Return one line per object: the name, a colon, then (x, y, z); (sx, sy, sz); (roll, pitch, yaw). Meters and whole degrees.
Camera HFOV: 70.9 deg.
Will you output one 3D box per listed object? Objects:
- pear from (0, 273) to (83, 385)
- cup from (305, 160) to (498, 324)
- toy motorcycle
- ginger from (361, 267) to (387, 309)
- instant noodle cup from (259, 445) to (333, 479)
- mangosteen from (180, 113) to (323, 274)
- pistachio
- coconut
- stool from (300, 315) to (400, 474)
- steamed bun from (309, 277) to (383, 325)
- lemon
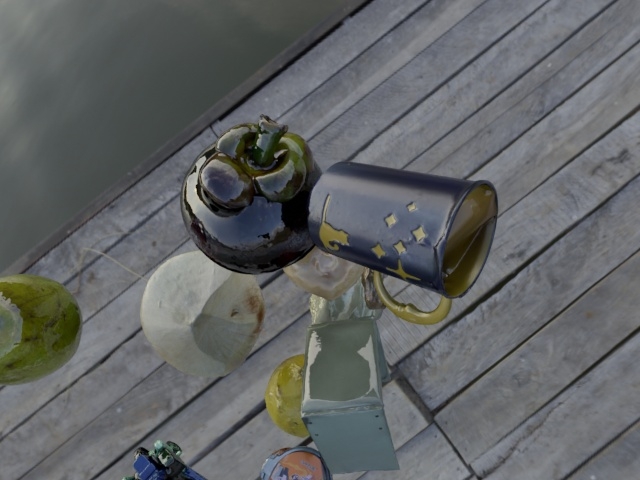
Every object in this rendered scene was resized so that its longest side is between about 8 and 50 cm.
pear: (-0.666, 0.193, 0.985); (0.253, 0.307, 0.252); (3, 74, -12)
cup: (0.110, 0.011, 0.713); (0.257, 0.179, 0.254); (17, 100, 38)
toy motorcycle: (-0.352, 0.626, 1.145); (0.196, 0.331, 0.125); (24, 64, 39)
ginger: (0.117, 0.057, 1.259); (0.122, 0.084, 0.289); (-27, 65, 7)
instant noodle cup: (-0.072, 0.600, 1.132); (0.178, 0.126, 0.208); (-38, 95, -23)
mangosteen: (-0.131, -0.074, 0.867); (0.298, 0.313, 0.296); (1, 93, 10)
pistachio: (0.000, 0.000, 1.091); (0.230, 0.229, 0.308); (-24, 45, 7)
coconut: (-0.341, 0.217, 1.383); (0.345, 0.415, 0.415); (-37, 67, -5)
stool: (0.074, 0.356, 1.042); (0.171, 0.269, 0.243); (-10, 37, 10)
steamed bun: (0.102, 0.199, 1.541); (0.238, 0.394, 0.346); (11, 76, -8)
lemon: (-0.058, 0.516, 1.501); (0.261, 0.261, 0.283); (28, 110, 22)
